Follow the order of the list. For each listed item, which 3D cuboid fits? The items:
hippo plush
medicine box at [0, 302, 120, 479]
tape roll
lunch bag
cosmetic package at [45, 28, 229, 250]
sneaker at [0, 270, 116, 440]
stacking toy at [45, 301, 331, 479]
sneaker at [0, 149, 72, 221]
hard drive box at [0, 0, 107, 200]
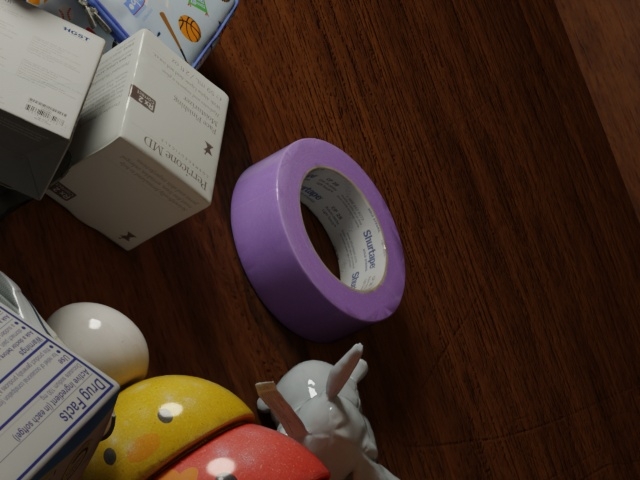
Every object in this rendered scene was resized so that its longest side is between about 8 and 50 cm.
[{"bbox_3d":[-0.027,0.251,1.817,0.236,0.234,0.294,-115,-177,-70],"label":"hippo plush"},{"bbox_3d":[-0.370,0.159,1.294,0.289,0.149,0.263,34,34,6],"label":"medicine box"},{"bbox_3d":[0.000,0.000,2.086,0.275,0.090,0.275,32,44,-39],"label":"tape roll"},{"bbox_3d":[-0.243,-0.321,1.950,0.243,0.115,0.303,50,34,-17],"label":"lunch bag"},{"bbox_3d":[-0.221,-0.119,1.797,0.151,0.151,0.184,37,41,-33],"label":"cosmetic package"},{"bbox_3d":[-0.302,0.120,1.521,0.258,0.094,0.091,45,-7,33],"label":"sneaker"},{"bbox_3d":[-0.148,0.267,1.575,0.480,0.350,0.350,49,30,13],"label":"stacking toy"},{"bbox_3d":[-0.362,-0.067,1.612,0.106,0.101,0.267,55,33,-8],"label":"sneaker"},{"bbox_3d":[-0.345,-0.171,1.622,0.181,0.089,0.232,25,32,-12],"label":"hard drive box"}]
